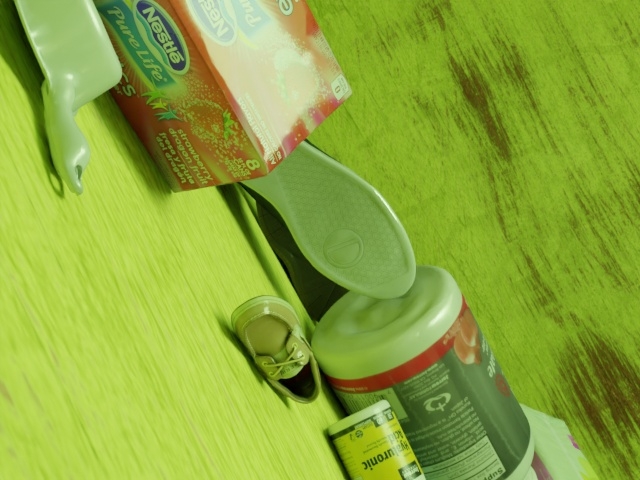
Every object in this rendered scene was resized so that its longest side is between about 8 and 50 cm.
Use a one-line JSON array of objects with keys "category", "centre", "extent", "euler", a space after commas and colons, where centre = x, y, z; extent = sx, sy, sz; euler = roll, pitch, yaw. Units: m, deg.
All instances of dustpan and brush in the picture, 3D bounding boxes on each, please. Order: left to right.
[{"category": "dustpan and brush", "centre": [-0.157, -0.113, 0.582], "extent": [0.211, 0.060, 0.147], "euler": [59, -10, 32]}]

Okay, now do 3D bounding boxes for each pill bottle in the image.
[{"category": "pill bottle", "centre": [0.059, 0.214, 0.900], "extent": [0.116, 0.065, 0.065], "euler": [64, 5, 10]}, {"category": "pill bottle", "centre": [0.134, 0.201, 1.088], "extent": [0.318, 0.176, 0.176], "euler": [61, 6, -21]}]

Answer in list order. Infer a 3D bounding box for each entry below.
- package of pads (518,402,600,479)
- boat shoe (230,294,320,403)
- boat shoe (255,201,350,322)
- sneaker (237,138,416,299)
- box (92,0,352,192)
[{"category": "package of pads", "centre": [0.263, 0.380, 1.206], "extent": [0.101, 0.229, 0.296], "euler": [24, 17, -15]}, {"category": "boat shoe", "centre": [-0.029, 0.089, 0.765], "extent": [0.045, 0.050, 0.135], "euler": [60, 3, 36]}, {"category": "boat shoe", "centre": [-0.023, -0.005, 1.174], "extent": [0.073, 0.080, 0.223], "euler": [-118, -175, -80]}, {"category": "sneaker", "centre": [-0.012, -0.058, 1.051], "extent": [0.296, 0.104, 0.147], "euler": [41, 9, -7]}, {"category": "box", "centre": [-0.103, -0.178, 0.735], "extent": [0.128, 0.123, 0.257], "euler": [-48, 119, -38]}]
